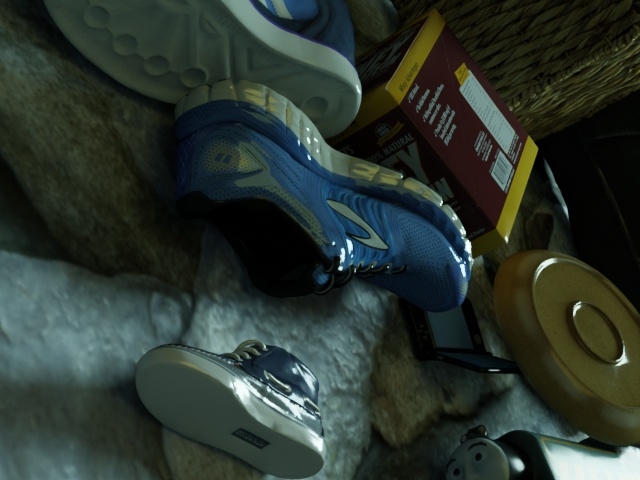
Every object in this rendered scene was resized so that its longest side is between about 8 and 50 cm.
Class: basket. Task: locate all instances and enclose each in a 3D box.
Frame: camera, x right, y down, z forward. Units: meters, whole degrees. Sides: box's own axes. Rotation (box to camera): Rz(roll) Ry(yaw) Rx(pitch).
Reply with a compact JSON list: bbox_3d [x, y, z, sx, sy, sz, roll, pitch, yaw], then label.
[{"bbox_3d":[0.269,-0.264,1.341,0.213,0.299,0.223,-2,68,-51],"label":"basket"}]

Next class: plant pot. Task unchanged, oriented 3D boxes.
[{"bbox_3d":[0.281,0.102,1.189,0.236,0.032,0.236,25,43,-25],"label":"plant pot"}]

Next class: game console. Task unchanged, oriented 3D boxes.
[{"bbox_3d":[0.153,0.094,1.145,0.122,0.071,0.107,10,60,-50],"label":"game console"}]

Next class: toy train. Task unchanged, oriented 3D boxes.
[{"bbox_3d":[0.249,0.278,1.097,0.334,0.142,0.190,17,40,-42],"label":"toy train"}]

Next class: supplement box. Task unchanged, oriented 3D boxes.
[{"bbox_3d":[0.101,-0.094,1.157,0.194,0.129,0.191,50,36,-16],"label":"supplement box"}]

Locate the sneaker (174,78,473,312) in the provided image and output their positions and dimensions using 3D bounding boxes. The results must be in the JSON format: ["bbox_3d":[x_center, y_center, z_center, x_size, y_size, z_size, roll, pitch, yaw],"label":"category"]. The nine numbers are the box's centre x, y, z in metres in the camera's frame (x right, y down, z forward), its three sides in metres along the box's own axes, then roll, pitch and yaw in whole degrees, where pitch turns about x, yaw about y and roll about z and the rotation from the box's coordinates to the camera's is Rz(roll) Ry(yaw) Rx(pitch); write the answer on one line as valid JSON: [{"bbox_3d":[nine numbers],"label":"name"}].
[{"bbox_3d":[0.000,0.000,0.992,0.330,0.130,0.147,28,57,-31],"label":"sneaker"}]

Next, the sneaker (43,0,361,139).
[{"bbox_3d":[-0.106,-0.234,1.015,0.322,0.130,0.236,23,38,-34],"label":"sneaker"}]

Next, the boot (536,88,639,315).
[{"bbox_3d":[0.466,-0.050,1.400,0.146,0.367,0.445,-1,67,-40],"label":"boot"}]

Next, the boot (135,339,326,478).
[{"bbox_3d":[-0.067,0.109,0.866,0.190,0.069,0.086,42,31,-39],"label":"boot"}]
